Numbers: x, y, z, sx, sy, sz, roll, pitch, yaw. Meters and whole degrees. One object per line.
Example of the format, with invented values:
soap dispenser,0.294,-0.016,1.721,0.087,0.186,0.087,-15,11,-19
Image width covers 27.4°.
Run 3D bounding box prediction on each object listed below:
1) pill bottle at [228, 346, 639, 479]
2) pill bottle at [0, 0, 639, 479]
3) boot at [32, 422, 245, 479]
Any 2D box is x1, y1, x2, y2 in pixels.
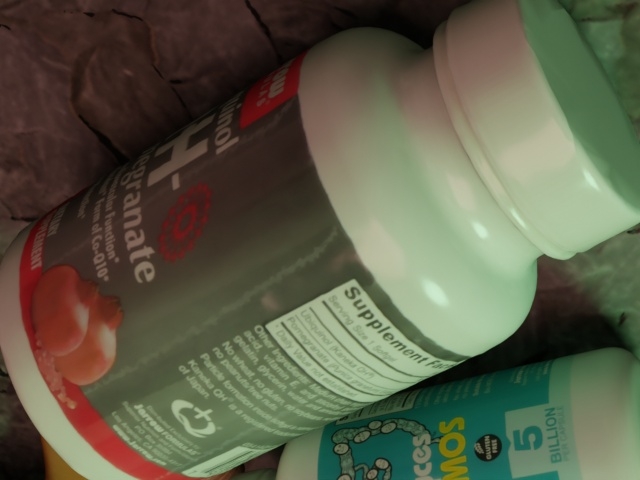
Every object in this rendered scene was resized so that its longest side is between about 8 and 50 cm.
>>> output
pill bottle,0.074,0.160,0.779,0.264,0.146,0.146,-16,116,20
pill bottle,0.000,0.000,0.683,0.318,0.176,0.176,-28,111,25
boot,-0.165,0.128,0.860,0.197,0.073,0.152,-28,113,12
